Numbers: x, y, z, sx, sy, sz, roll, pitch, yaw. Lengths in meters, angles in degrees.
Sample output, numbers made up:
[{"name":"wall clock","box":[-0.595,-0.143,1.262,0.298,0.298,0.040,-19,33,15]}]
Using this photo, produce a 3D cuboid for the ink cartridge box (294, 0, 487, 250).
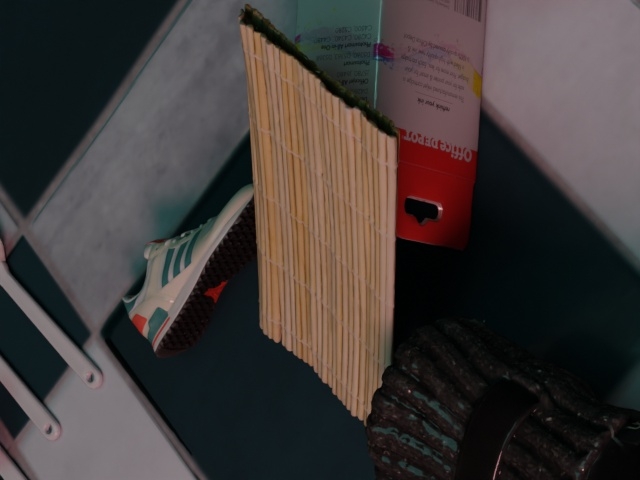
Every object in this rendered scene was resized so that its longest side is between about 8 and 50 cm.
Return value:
[{"name":"ink cartridge box","box":[0.048,-0.114,1.265,0.078,0.134,0.231,0,83,37]}]

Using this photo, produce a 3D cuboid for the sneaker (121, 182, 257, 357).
[{"name":"sneaker","box":[-0.101,0.010,1.407,0.075,0.057,0.161,44,112,27]}]

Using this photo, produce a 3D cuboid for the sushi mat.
[{"name":"sushi mat","box":[0.000,0.000,1.227,0.151,0.019,0.316,40,150,31]}]

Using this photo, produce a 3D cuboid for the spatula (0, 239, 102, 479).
[{"name":"spatula","box":[-0.284,0.093,1.558,0.242,0.019,0.168,44,109,33]}]

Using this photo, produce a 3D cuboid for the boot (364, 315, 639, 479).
[{"name":"boot","box":[0.140,0.239,1.147,0.260,0.131,0.348,18,103,44]}]
